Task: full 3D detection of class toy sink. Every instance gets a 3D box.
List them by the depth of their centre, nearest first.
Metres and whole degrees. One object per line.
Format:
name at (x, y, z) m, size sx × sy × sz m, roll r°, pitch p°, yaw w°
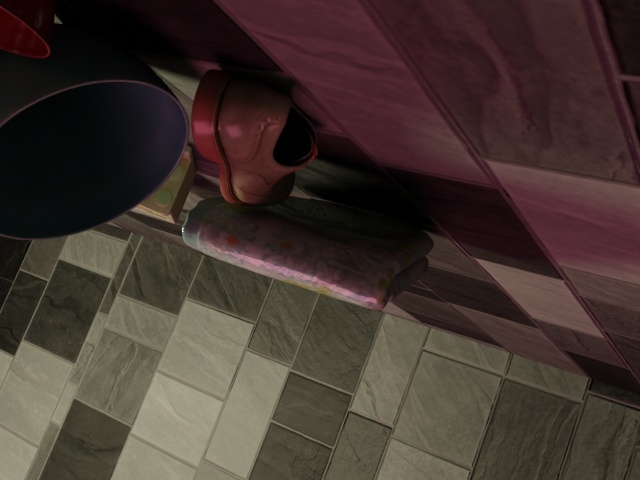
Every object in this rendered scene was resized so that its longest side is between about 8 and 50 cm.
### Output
toy sink at (-0.338, -0.125, 1.544) m, size 0.153 × 0.131 × 0.234 m, roll 21°, pitch 171°, yaw -4°

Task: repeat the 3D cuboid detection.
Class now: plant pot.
plant pot at (-0.343, -0.166, 1.027) m, size 0.195 × 0.290 × 0.290 m, roll 57°, pitch -174°, yaw 23°

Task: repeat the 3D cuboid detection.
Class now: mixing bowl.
mixing bowl at (-0.341, -0.273, 0.801) m, size 0.181 × 0.098 × 0.181 m, roll 21°, pitch 171°, yaw 3°

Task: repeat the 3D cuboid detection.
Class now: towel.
towel at (0.000, 0.000, 1.277) m, size 0.321 × 0.090 × 0.374 m, roll 15°, pitch -168°, yaw 17°

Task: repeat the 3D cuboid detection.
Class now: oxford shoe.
oxford shoe at (-0.066, -0.110, 1.070) m, size 0.130 × 0.123 × 0.348 m, roll 12°, pitch 171°, yaw 12°
